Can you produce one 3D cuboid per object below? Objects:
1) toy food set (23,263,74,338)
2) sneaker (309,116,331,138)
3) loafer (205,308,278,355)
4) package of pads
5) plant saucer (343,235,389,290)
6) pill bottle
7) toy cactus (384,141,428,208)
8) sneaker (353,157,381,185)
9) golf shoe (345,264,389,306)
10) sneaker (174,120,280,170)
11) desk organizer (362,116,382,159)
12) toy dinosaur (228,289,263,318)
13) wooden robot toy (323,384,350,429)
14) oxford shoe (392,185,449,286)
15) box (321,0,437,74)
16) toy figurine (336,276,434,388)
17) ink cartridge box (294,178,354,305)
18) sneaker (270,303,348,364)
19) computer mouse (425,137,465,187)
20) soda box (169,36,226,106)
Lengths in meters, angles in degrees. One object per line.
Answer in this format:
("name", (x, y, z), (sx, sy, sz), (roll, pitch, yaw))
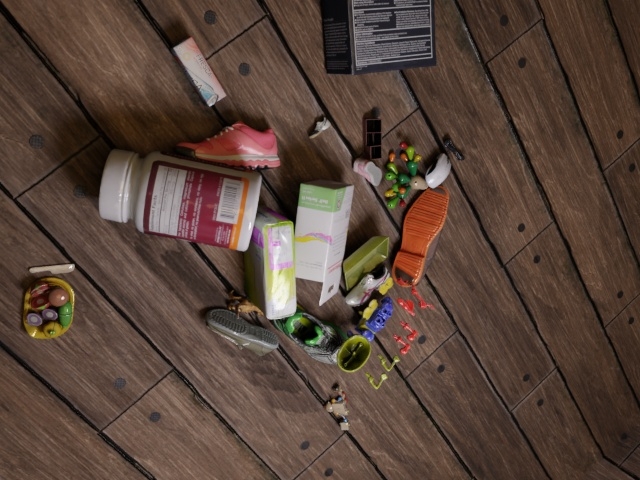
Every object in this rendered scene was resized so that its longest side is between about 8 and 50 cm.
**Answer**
("toy food set", (-0.737, 0.175, 1.673), (0.128, 0.071, 0.218), (3, 103, -26))
("sneaker", (-0.008, -0.347, 1.894), (0.083, 0.032, 0.037), (-41, 103, -15))
("loafer", (-0.254, 0.298, 1.915), (0.251, 0.094, 0.087), (29, 117, -17))
("package of pads", (-0.153, 0.062, 1.824), (0.101, 0.229, 0.297), (-8, 108, -23))
("plant saucer", (0.140, 0.066, 2.020), (0.188, 0.045, 0.188), (-40, 161, -11))
("pill bottle", (-0.368, -0.112, 1.638), (0.391, 0.224, 0.224), (11, 100, -8))
("toy cactus", (0.294, -0.206, 2.040), (0.180, 0.112, 0.219), (10, 91, -37))
("sneaker", (0.150, -0.227, 1.993), (0.051, 0.070, 0.134), (-62, 148, -8))
("golf shoe", (0.153, 0.150, 2.076), (0.186, 0.067, 0.086), (-34, 131, -20))
("sneaker", (-0.267, -0.277, 1.764), (0.313, 0.116, 0.136), (0, 90, -29))
("desk organizer", (0.166, -0.325, 1.966), (0.047, 0.050, 0.130), (-9, 108, -22))
("toy dinosaur", (-0.237, 0.197, 1.879), (0.211, 0.112, 0.064), (20, 87, -66))
("wooden robot toy", (0.053, 0.588, 2.171), (0.078, 0.076, 0.173), (-8, 111, 14))
("oxford shoe", (0.351, -0.012, 2.115), (0.132, 0.129, 0.364), (19, 94, -64))
("box", (0.171, -0.650, 1.804), (0.296, 0.182, 0.294), (-12, 110, -23))
("toy figurine", (0.188, 0.308, 2.053), (0.191, 0.217, 0.363), (36, 74, -3))
("ink cartridge box", (0.000, 0.000, 1.882), (0.119, 0.207, 0.354), (11, 102, 16))
("sneaker", (-0.015, 0.325, 2.007), (0.343, 0.146, 0.134), (34, 88, -29))
("computer mouse", (0.420, -0.254, 2.078), (0.106, 0.042, 0.193), (49, 62, -28))
("soda box", (-0.337, -0.463, 1.691), (0.063, 0.058, 0.183), (-36, 115, -12))
